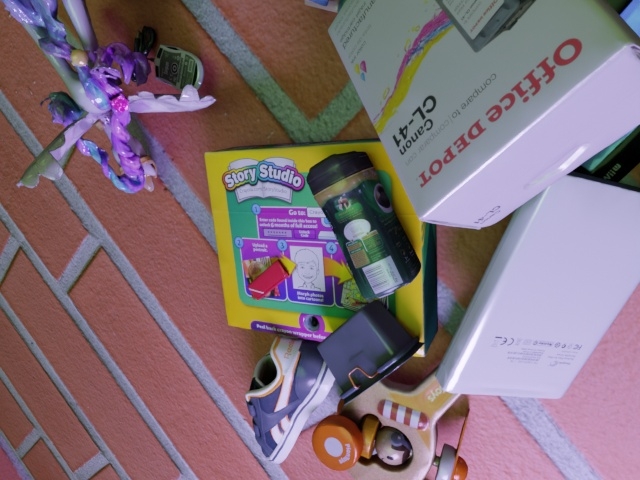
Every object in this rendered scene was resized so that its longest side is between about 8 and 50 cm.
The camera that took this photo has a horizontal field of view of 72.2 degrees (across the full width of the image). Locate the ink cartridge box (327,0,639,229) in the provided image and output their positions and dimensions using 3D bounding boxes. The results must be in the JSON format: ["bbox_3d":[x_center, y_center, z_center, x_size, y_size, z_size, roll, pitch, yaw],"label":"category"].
[{"bbox_3d":[0.156,-0.200,0.466,0.226,0.131,0.307,-45,53,41],"label":"ink cartridge box"}]

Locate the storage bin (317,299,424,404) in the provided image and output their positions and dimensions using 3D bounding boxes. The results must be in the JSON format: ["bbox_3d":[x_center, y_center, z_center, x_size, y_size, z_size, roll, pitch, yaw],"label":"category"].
[{"bbox_3d":[0.059,0.155,0.621,0.091,0.098,0.135,52,120,15],"label":"storage bin"}]

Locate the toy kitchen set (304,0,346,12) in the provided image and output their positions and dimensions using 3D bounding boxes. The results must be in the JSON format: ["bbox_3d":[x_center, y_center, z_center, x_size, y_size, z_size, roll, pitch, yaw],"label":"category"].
[{"bbox_3d":[0.032,-0.398,0.537,0.122,0.166,0.207,24,115,20],"label":"toy kitchen set"}]

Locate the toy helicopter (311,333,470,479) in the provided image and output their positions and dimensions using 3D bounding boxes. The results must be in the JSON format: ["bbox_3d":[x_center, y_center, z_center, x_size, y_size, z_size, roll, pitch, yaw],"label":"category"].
[{"bbox_3d":[0.170,0.283,0.702,0.235,0.140,0.355,43,110,15],"label":"toy helicopter"}]

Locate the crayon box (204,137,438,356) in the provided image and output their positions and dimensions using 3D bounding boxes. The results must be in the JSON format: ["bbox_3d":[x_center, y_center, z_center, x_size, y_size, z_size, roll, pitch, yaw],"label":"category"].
[{"bbox_3d":[0.000,0.000,0.715,0.362,0.106,0.314,3,106,26],"label":"crayon box"}]

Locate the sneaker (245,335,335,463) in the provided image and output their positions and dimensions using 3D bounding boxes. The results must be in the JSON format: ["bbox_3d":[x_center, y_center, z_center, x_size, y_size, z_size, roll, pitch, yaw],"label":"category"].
[{"bbox_3d":[-0.074,0.287,0.810,0.127,0.126,0.321,23,123,-1],"label":"sneaker"}]

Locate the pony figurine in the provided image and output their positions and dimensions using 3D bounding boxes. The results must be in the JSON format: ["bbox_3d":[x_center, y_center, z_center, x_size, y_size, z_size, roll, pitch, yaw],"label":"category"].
[{"bbox_3d":[-0.363,-0.241,0.722,0.351,0.302,0.364,22,137,67],"label":"pony figurine"}]

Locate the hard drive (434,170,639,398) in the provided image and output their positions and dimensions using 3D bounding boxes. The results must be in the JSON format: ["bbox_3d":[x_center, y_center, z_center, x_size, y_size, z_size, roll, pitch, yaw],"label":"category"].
[{"bbox_3d":[0.293,0.071,0.554,0.202,0.040,0.308,9,115,-17],"label":"hard drive"}]

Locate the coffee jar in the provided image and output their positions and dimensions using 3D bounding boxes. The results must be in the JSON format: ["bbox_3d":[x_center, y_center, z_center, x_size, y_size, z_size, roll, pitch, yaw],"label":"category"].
[{"bbox_3d":[0.055,-0.025,0.562,0.079,0.096,0.185,-25,92,27],"label":"coffee jar"}]

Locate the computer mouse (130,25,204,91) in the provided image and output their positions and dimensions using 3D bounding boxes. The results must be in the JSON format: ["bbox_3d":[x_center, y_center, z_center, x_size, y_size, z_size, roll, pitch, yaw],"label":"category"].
[{"bbox_3d":[-0.272,-0.316,0.800,0.192,0.042,0.106,29,112,24],"label":"computer mouse"}]

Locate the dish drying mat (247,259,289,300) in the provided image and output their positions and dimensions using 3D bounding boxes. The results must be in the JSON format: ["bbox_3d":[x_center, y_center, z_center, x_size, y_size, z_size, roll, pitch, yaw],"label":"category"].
[{"bbox_3d":[-0.086,0.065,0.710,0.083,0.008,0.032,-40,83,31],"label":"dish drying mat"}]

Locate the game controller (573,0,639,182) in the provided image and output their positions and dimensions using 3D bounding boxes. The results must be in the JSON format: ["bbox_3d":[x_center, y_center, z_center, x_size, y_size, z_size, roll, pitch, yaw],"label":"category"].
[{"bbox_3d":[0.337,-0.179,0.503,0.166,0.067,0.319,42,121,11],"label":"game controller"}]
